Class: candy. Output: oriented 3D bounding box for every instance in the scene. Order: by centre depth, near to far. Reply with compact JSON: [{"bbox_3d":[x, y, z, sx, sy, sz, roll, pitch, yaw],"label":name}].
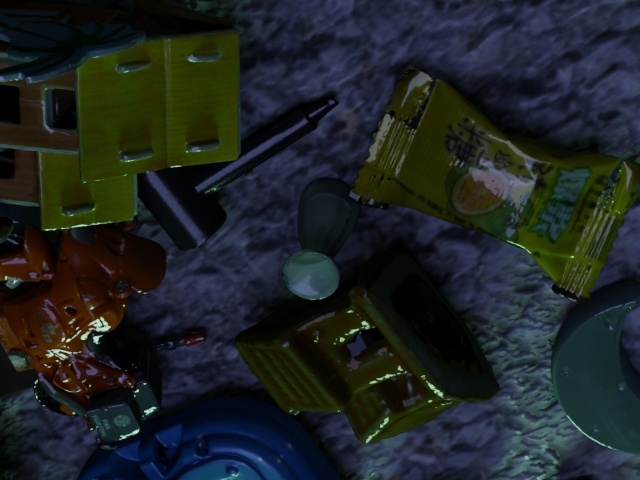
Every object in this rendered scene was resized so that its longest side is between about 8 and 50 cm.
[{"bbox_3d":[0.193,-0.058,1.781,0.297,0.081,0.187,21,119,-4],"label":"candy"}]

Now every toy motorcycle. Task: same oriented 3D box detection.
[{"bbox_3d":[-0.264,0.092,1.886,0.221,0.148,0.326,-12,131,10],"label":"toy motorcycle"}]

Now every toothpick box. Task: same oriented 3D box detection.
[{"bbox_3d":[-0.341,-0.023,1.896,0.083,0.052,0.052,17,121,-3],"label":"toothpick box"}]

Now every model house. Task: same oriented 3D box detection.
[{"bbox_3d":[-0.249,-0.110,1.656,0.323,0.340,0.300,5,118,10],"label":"model house"},{"bbox_3d":[0.043,0.146,1.868,0.239,0.173,0.268,-27,115,23],"label":"model house"}]

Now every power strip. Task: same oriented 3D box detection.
[{"bbox_3d":[0.364,0.170,1.908,0.167,0.054,0.253,-26,113,24],"label":"power strip"}]

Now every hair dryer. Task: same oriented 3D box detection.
[{"bbox_3d":[-0.096,-0.105,1.816,0.255,0.070,0.128,-33,110,16],"label":"hair dryer"}]

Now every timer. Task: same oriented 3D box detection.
[{"bbox_3d":[-0.131,0.358,2.051,0.340,0.115,0.309,-24,112,25],"label":"timer"}]

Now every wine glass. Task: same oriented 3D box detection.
[{"bbox_3d":[0.000,0.000,1.801,0.073,0.155,0.073,5,124,7],"label":"wine glass"}]

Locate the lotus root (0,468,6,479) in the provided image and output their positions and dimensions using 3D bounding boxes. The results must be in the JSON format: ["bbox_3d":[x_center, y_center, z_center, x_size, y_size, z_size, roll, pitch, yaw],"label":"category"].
[{"bbox_3d":[-0.506,0.287,1.994,0.250,0.250,0.346,-11,114,15],"label":"lotus root"}]

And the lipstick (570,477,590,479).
[{"bbox_3d":[0.362,0.434,2.068,0.051,0.051,0.312,-15,119,15],"label":"lipstick"}]

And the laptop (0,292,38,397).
[{"bbox_3d":[-0.432,0.107,2.004,0.154,0.026,0.207,-19,117,16],"label":"laptop"}]

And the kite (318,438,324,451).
[{"bbox_3d":[-0.073,0.297,2.071,0.183,0.010,0.160,5,124,9],"label":"kite"}]
